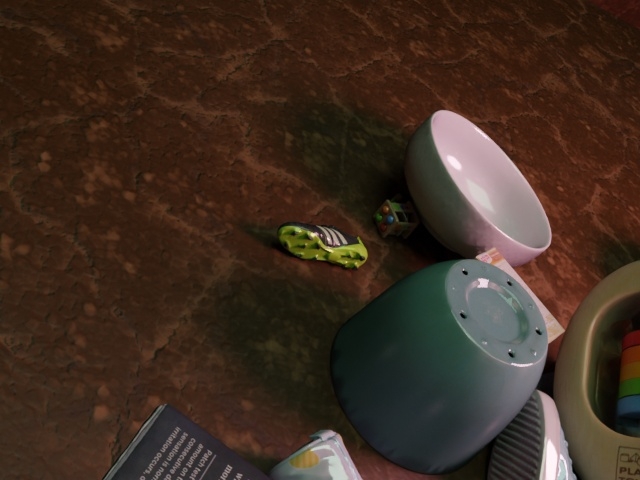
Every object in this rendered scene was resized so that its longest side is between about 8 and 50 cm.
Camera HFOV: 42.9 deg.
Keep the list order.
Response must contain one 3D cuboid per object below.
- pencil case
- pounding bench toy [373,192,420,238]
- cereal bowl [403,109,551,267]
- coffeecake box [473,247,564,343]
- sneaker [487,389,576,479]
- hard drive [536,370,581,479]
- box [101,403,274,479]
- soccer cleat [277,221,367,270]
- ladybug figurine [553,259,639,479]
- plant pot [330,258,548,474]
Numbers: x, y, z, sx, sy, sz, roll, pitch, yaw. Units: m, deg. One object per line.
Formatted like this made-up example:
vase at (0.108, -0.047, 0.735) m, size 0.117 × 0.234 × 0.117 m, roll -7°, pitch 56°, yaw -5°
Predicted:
pencil case at (0.042, 0.375, 1.010) m, size 0.113 × 0.124 × 0.273 m, roll -16°, pitch 63°, yaw -43°
pounding bench toy at (0.134, -0.052, 1.521) m, size 0.065 × 0.052 × 0.083 m, roll 2°, pitch 52°, yaw -34°
cereal bowl at (0.279, -0.079, 1.559) m, size 0.339 × 0.141 × 0.339 m, roll 34°, pitch 33°, yaw -26°
coffeecake box at (0.301, 0.130, 1.407) m, size 0.068 × 0.142 × 0.185 m, roll -20°, pitch 67°, yaw -46°
sneaker at (0.344, 0.406, 1.208) m, size 0.150 × 0.135 × 0.366 m, roll 24°, pitch 53°, yaw -20°
hard drive at (0.406, 0.346, 1.355) m, size 0.172 × 0.054 × 0.254 m, roll -3°, pitch 55°, yaw -38°
box at (-0.091, 0.398, 0.761) m, size 0.395 × 0.293 × 0.212 m, roll 37°, pitch 41°, yaw -2°
soccer cleat at (0.000, 0.000, 1.379) m, size 0.179 × 0.060 × 0.072 m, roll 19°, pitch 34°, yaw -31°
ladybug figurine at (0.539, 0.242, 1.308) m, size 0.162 × 0.305 × 0.449 m, roll 51°, pitch 50°, yaw -43°
plant pot at (0.197, 0.166, 1.229) m, size 0.293 × 0.235 × 0.293 m, roll 20°, pitch 44°, yaw -20°
